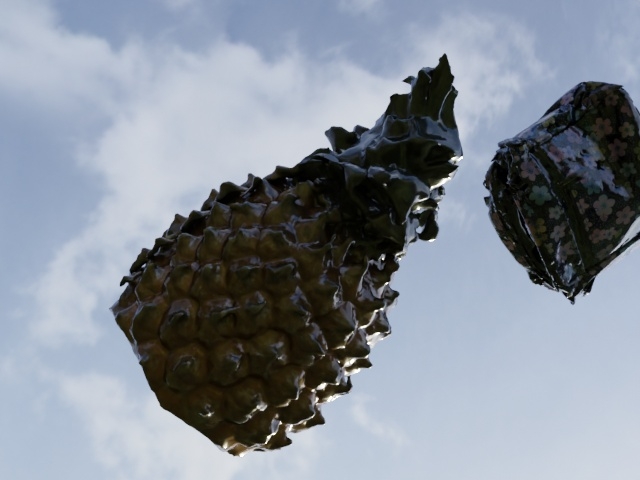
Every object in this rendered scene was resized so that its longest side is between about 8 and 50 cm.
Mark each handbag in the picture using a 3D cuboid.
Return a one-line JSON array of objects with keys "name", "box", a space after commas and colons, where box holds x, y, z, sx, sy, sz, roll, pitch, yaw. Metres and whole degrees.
[{"name": "handbag", "box": [0.306, -0.055, 0.975, 0.208, 0.127, 0.228, -34, -73, -7]}]

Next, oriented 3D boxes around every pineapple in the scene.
[{"name": "pineapple", "box": [0.001, 0.001, 0.700, 0.223, 0.223, 0.357, 43, -83, -6]}]
